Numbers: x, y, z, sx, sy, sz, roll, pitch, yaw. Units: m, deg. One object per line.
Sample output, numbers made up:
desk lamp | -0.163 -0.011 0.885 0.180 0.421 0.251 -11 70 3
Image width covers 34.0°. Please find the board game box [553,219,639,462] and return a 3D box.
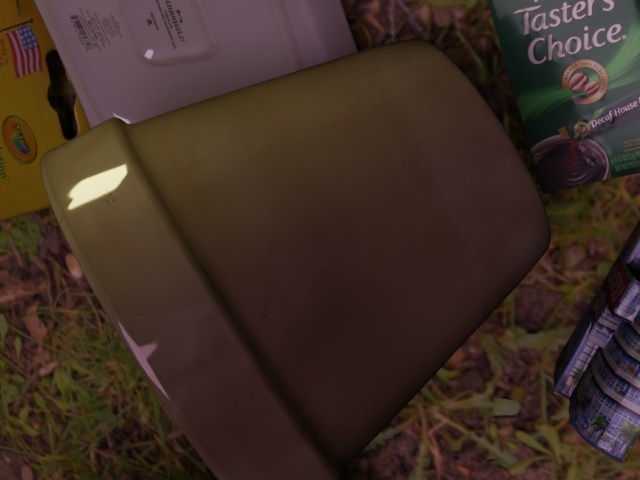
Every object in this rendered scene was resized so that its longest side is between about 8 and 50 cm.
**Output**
board game box | 0.244 0.044 0.783 0.060 0.194 0.194 27 102 9

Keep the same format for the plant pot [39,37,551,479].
plant pot | 0.000 0.000 0.775 0.280 0.323 0.323 -33 95 -2

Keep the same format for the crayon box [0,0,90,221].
crayon box | -0.359 -0.099 0.914 0.081 0.319 0.202 14 117 51

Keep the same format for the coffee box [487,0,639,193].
coffee box | 0.199 -0.135 0.796 0.113 0.040 0.184 -11 104 24

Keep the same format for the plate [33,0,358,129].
plate | -0.120 -0.188 0.851 0.278 0.045 0.277 -4 127 23
